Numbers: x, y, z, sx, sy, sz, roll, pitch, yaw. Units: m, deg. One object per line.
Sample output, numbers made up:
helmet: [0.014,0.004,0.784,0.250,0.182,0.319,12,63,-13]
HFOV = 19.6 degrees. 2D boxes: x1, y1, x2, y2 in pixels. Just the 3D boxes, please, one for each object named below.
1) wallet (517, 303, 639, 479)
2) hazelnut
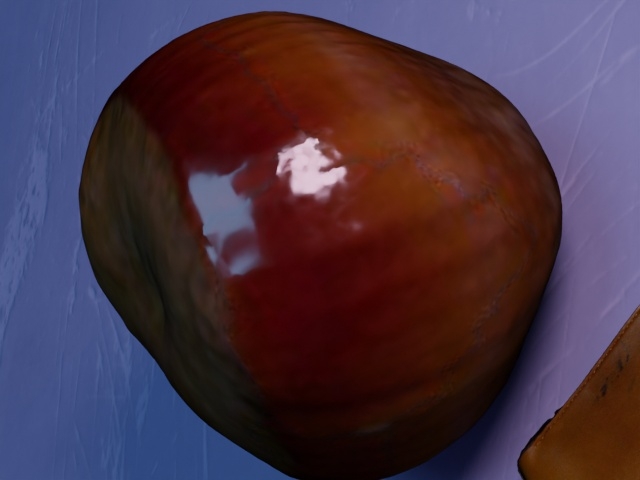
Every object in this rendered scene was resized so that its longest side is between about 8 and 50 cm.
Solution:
wallet: [0.224,0.137,1.278,0.195,0.042,0.161,-57,29,19]
hazelnut: [0.000,0.000,1.440,0.359,0.359,0.409,-59,29,12]
